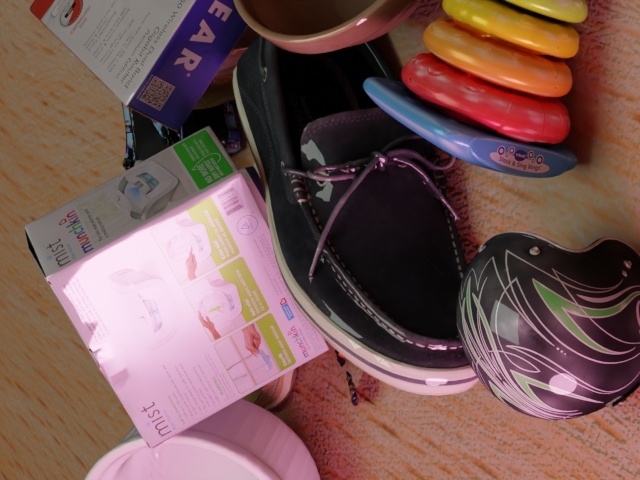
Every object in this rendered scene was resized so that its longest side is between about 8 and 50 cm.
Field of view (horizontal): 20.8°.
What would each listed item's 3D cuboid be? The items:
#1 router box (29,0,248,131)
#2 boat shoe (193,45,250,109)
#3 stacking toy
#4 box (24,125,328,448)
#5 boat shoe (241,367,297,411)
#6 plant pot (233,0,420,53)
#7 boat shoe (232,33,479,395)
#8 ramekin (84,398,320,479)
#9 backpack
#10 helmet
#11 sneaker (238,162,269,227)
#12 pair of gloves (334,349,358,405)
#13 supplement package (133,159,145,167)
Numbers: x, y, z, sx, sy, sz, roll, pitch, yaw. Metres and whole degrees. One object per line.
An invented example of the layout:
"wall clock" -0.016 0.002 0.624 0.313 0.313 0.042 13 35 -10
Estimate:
"router box" -0.168 -0.338 2.027 0.335 0.082 0.301 -56 41 8
"boat shoe" -0.124 -0.198 2.061 0.063 0.170 0.059 71 -161 -52
"stacking toy" 0.183 -0.220 1.564 0.166 0.175 0.302 38 112 50
"box" -0.152 0.055 1.873 0.262 0.231 0.127 63 175 -35
"boat shoe" -0.066 0.141 2.068 0.068 0.072 0.190 63 143 32
"plant pot" 0.034 -0.284 1.765 0.237 0.110 0.237 -14 62 29
"boat shoe" 0.039 -0.059 1.766 0.156 0.187 0.500 111 146 -45
"ramekin" -0.130 0.311 2.020 0.277 0.135 0.277 7 117 14
"backpack" -0.182 -0.179 2.170 0.158 0.117 0.173 -26 73 57
"helmet" 0.201 0.073 1.531 0.169 0.161 0.169 13 105 58
"sneaker" 0.000 0.000 1.930 0.235 0.095 0.090 59 172 5
"pair of gloves" 0.027 0.144 1.938 0.074 0.010 0.083 81 172 -77
"supplement package" -0.165 0.040 2.079 0.203 0.149 0.194 -100 19 -63
